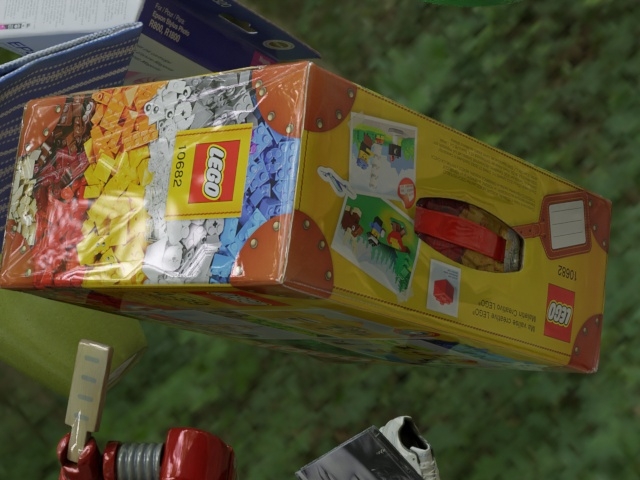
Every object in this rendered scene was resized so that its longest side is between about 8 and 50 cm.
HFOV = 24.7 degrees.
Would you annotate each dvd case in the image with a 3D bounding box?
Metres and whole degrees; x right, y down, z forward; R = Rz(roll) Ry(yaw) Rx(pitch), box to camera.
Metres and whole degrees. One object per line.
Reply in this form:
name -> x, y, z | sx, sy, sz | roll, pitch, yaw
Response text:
dvd case -> 0.069, 0.322, 1.818 | 0.018, 0.164, 0.221 | -43, 1, -33

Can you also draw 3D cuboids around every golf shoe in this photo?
golf shoe -> 0.145, 0.342, 2.163 | 0.069, 0.176, 0.086 | -22, -19, -29

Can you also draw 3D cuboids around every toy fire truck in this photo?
toy fire truck -> -0.219, 0.250, 1.756 | 0.246, 0.217, 0.158 | 77, -165, -49

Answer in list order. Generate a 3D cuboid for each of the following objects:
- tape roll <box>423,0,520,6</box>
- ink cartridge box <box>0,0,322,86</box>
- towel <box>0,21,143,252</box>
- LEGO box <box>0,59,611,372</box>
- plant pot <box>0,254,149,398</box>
tape roll -> 0.117, -0.358, 1.351 | 0.321, 0.321, 0.077 | -34, -23, -28
ink cartridge box -> -0.216, -0.256, 1.945 | 0.324, 0.330, 0.071 | 21, -106, -60
towel -> -0.341, -0.104, 1.767 | 0.243, 0.040, 0.336 | -29, -25, -41
LEGO box -> 0.000, 0.000, 1.448 | 0.373, 0.193, 0.500 | -2, -13, 41
plant pot -> -0.412, 0.103, 2.245 | 0.275, 0.293, 0.275 | -44, -5, -5
